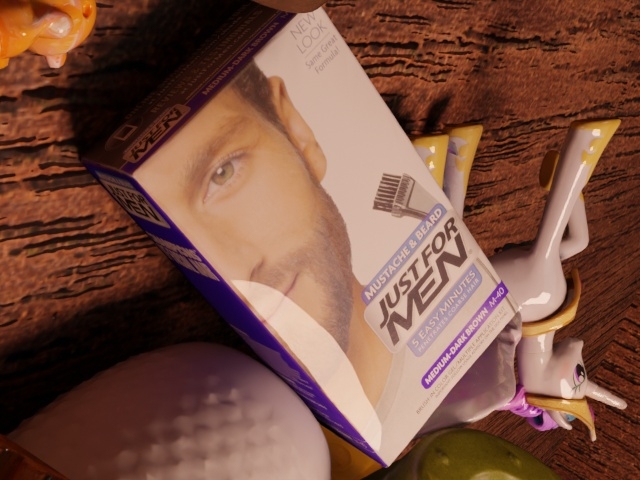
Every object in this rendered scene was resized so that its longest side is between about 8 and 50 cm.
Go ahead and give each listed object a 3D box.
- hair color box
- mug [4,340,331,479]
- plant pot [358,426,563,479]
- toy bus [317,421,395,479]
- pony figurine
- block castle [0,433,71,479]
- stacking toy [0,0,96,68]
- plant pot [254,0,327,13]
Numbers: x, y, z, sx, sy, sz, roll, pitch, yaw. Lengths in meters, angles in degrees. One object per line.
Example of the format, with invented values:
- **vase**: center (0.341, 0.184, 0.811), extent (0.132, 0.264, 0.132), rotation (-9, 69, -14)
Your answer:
- **hair color box**: center (0.000, 0.000, 0.755), extent (0.185, 0.110, 0.339), rotation (-48, 120, -15)
- **mug**: center (-0.159, 0.275, 0.788), extent (0.328, 0.276, 0.374), rotation (-47, 163, -35)
- **plant pot**: center (0.084, 0.367, 0.884), extent (0.366, 0.366, 0.353), rotation (-10, 142, -53)
- **toy bus**: center (0.018, 0.337, 1.163), extent (0.149, 0.211, 0.220), rotation (-31, 144, -40)
- **pony figurine**: center (0.160, 0.062, 1.021), extent (0.351, 0.303, 0.363), rotation (-6, 102, -9)
- **block castle**: center (-0.223, 0.301, 0.434), extent (0.453, 0.303, 0.213), rotation (-57, -176, -5)
- **stacking toy**: center (-0.220, -0.081, 0.464), extent (0.302, 0.166, 0.175), rotation (-42, 135, -46)
- **plant pot**: center (0.006, -0.263, 0.574), extent (0.215, 0.215, 0.230), rotation (-15, 146, -50)
